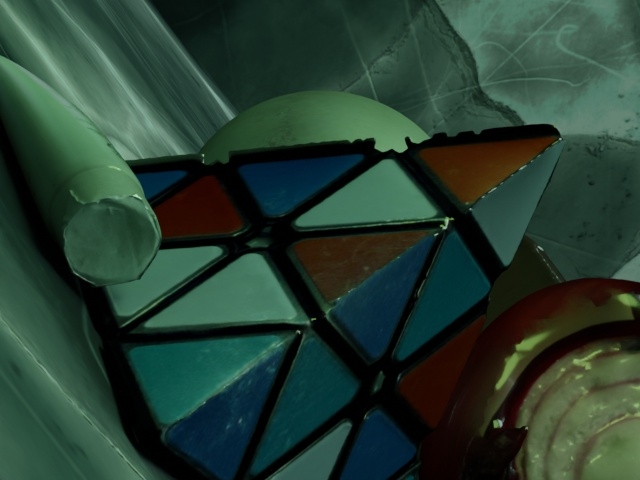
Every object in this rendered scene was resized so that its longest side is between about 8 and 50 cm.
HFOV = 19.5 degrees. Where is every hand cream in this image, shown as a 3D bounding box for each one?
[{"bbox_3d":[-0.129,-0.043,0.943,0.078,0.050,0.205,39,7,-32],"label":"hand cream"}]

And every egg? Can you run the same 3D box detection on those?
[{"bbox_3d":[0.000,0.000,1.115,0.183,0.183,0.264,55,-2,4],"label":"egg"}]

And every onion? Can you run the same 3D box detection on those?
[{"bbox_3d":[0.237,0.214,1.516,0.341,0.341,0.341,54,3,-4],"label":"onion"}]

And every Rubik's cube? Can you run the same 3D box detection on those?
[{"bbox_3d":[-0.053,0.041,0.977,0.234,0.284,0.250,32,-35,29],"label":"Rubik's cube"}]

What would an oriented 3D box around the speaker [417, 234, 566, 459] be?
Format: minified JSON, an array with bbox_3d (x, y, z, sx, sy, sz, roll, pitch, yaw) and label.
[{"bbox_3d":[0.175,0.133,1.926,0.192,0.231,0.153,56,3,28],"label":"speaker"}]
